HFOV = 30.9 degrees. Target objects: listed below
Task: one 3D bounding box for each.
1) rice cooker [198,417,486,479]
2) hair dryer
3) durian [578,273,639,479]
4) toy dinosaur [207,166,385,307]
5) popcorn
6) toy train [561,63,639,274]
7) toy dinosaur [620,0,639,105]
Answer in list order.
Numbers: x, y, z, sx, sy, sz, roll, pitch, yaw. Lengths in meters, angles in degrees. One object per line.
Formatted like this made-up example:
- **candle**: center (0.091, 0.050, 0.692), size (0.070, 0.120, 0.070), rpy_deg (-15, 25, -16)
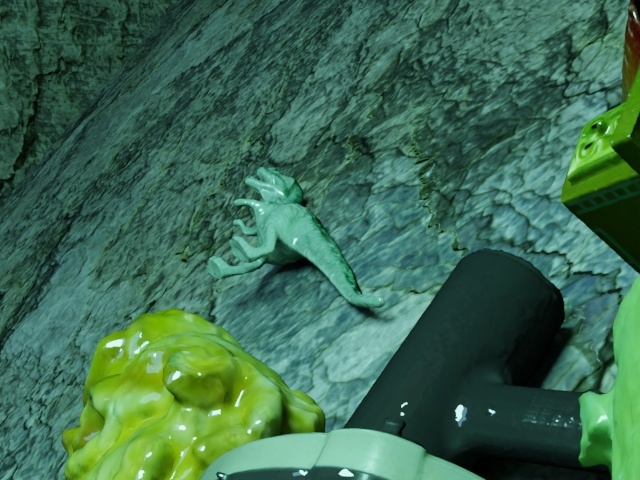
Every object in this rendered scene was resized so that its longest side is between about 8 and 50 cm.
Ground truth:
- **rice cooker**: center (0.013, 0.217, 0.541), size (0.226, 0.226, 0.244), rpy_deg (-25, 31, 37)
- **hair dryer**: center (0.137, 0.107, 0.711), size (0.251, 0.089, 0.197), rpy_deg (5, 49, 49)
- **durian**: center (0.219, 0.092, 0.413), size (0.256, 0.204, 0.339), rpy_deg (-40, 42, 51)
- **toy dinosaur**: center (-0.046, 0.017, 1.134), size (0.129, 0.076, 0.383), rpy_deg (-20, 30, -6)
- **popcorn**: center (-0.116, 0.177, 0.867), size (0.225, 0.174, 0.286), rpy_deg (-54, 24, -5)
- **toy train**: center (0.219, -0.006, 0.569), size (0.137, 0.225, 0.090), rpy_deg (-24, 31, 54)
- **toy dinosaur**: center (0.300, -0.089, 0.680), size (0.113, 0.206, 0.327), rpy_deg (-18, 10, -22)
